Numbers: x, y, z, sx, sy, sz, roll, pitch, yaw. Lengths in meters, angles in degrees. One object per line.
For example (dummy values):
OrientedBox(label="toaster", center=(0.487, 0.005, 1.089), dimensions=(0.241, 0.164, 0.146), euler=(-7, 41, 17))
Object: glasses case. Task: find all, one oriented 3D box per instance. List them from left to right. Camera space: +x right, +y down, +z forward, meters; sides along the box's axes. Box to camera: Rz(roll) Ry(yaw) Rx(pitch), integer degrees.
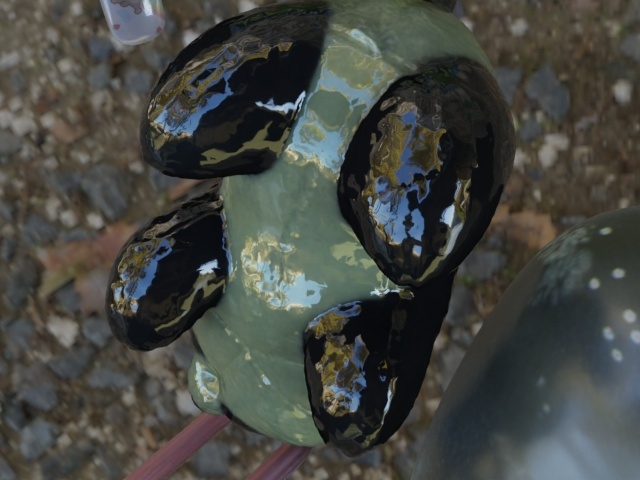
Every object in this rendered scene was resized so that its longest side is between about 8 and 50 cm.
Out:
OrientedBox(label="glasses case", center=(-0.108, -0.147, 0.852), dimensions=(0.032, 0.083, 0.021), euler=(-18, 18, -11))

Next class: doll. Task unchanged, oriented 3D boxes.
OrientedBox(label="doll", center=(0.002, -0.001, 0.674), dimensions=(0.143, 0.234, 0.135), euler=(29, 35, 16))

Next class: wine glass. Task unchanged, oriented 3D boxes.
OrientedBox(label="wine glass", center=(0.203, 0.062, 0.699), dimensions=(0.323, 0.238, 0.238), euler=(-48, 54, 27))

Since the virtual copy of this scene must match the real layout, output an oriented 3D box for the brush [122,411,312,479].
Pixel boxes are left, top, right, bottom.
OrientedBox(label="brush", center=(-0.088, 0.141, 0.709), dimensions=(0.103, 0.047, 0.233), euler=(21, 43, 34))
